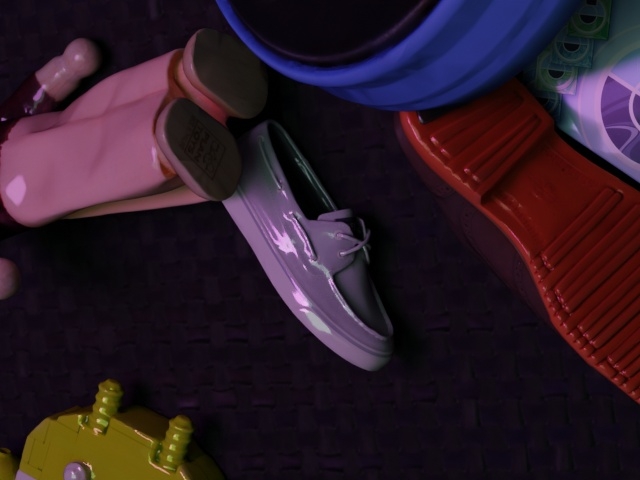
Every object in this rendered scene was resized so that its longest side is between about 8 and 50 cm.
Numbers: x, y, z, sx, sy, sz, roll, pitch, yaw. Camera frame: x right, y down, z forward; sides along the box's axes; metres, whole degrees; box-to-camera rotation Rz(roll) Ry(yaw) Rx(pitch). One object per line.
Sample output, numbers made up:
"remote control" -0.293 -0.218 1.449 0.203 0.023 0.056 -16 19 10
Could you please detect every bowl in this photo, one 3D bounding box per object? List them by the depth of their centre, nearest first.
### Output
"bowl" 0.036 -0.271 1.103 0.391 0.077 0.391 -2 87 56

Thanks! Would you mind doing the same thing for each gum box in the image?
"gum box" 0.225 -0.108 1.153 0.184 0.041 0.157 36 113 18

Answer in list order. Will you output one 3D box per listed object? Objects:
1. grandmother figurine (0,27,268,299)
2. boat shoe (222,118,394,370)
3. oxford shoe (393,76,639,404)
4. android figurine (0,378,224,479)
"grandmother figurine" -0.199 -0.043 1.333 0.342 0.208 0.104 -13 129 39
"boat shoe" 0.000 0.000 1.280 0.063 0.066 0.184 -43 68 27
"oxford shoe" 0.148 0.000 1.194 0.097 0.098 0.271 -37 86 -14
"android figurine" -0.157 0.234 1.399 0.248 0.056 0.272 27 111 22
